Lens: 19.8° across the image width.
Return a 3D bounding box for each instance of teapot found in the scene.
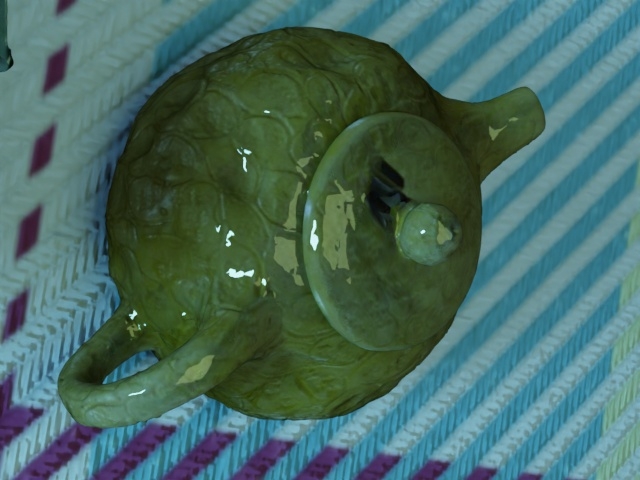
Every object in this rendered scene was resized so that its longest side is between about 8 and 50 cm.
[{"bbox_3d":[0.000,0.000,0.932,0.311,0.167,0.203,-36,115,-33],"label":"teapot"}]

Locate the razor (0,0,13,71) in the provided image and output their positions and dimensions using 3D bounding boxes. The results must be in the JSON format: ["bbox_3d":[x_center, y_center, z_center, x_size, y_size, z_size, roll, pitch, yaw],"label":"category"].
[{"bbox_3d":[-0.160,-0.218,0.868,0.111,0.056,0.278,-5,103,-76],"label":"razor"}]
